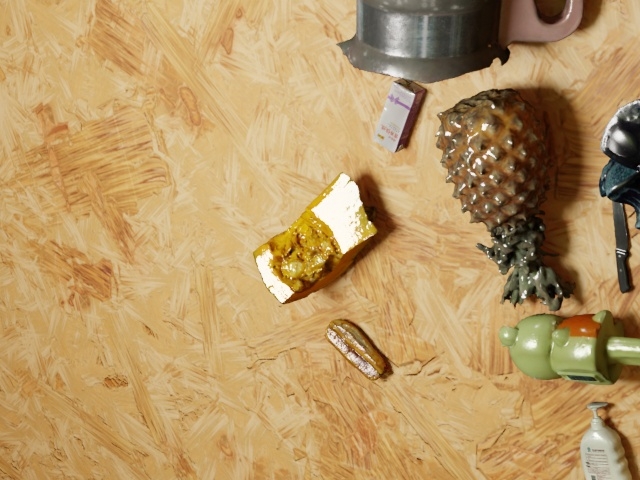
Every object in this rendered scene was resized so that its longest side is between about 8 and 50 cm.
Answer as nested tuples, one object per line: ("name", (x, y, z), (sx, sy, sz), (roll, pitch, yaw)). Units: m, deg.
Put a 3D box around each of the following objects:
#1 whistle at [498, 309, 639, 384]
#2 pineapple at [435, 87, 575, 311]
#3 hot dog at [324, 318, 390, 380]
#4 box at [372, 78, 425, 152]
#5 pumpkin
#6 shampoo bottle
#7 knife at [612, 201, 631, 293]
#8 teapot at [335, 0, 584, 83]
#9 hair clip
("whistle", (0.407, 0.165, 1.719), (0.288, 0.131, 0.106), (-3, 63, 39))
("pineapple", (0.294, -0.052, 1.706), (0.175, 0.175, 0.361), (-10, 109, 39))
("hot dog", (0.069, 0.200, 2.040), (0.144, 0.038, 0.062), (42, 124, 14))
("box", (0.130, -0.207, 1.839), (0.050, 0.036, 0.117), (33, 124, 24))
("pumpkin", (0.005, -0.003, 1.969), (0.248, 0.126, 0.131), (-36, 75, 21))
("shampoo bottle", (0.453, 0.332, 1.792), (0.077, 0.045, 0.152), (-6, 105, 41))
("knife", (0.456, -0.001, 1.687), (0.023, 0.010, 0.170), (0, 105, 38))
("teapot", (0.191, -0.413, 1.587), (0.376, 0.305, 0.362), (2, 121, 6))
("hair clip", (0.499, -0.114, 1.482), (0.194, 0.206, 0.310), (50, 131, 16))
